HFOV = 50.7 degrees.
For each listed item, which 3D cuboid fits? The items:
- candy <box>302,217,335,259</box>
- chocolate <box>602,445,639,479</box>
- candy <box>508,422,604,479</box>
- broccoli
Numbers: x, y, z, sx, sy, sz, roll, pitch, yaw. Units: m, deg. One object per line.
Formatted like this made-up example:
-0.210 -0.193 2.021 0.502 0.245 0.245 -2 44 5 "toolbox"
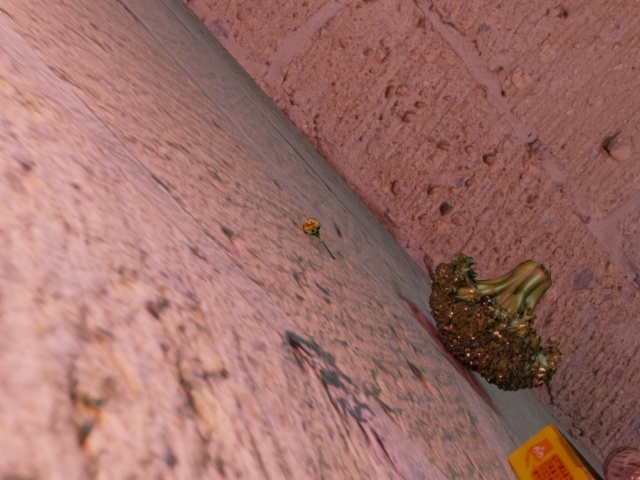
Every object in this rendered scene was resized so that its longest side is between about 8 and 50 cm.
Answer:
0.000 0.000 0.953 0.023 0.025 0.083 41 -13 50 "candy"
0.412 0.310 0.893 0.072 0.072 0.167 52 8 20 "chocolate"
0.390 0.397 0.933 0.276 0.088 0.146 46 7 -15 "candy"
0.340 0.156 1.353 0.288 0.235 0.260 56 41 -9 "broccoli"
